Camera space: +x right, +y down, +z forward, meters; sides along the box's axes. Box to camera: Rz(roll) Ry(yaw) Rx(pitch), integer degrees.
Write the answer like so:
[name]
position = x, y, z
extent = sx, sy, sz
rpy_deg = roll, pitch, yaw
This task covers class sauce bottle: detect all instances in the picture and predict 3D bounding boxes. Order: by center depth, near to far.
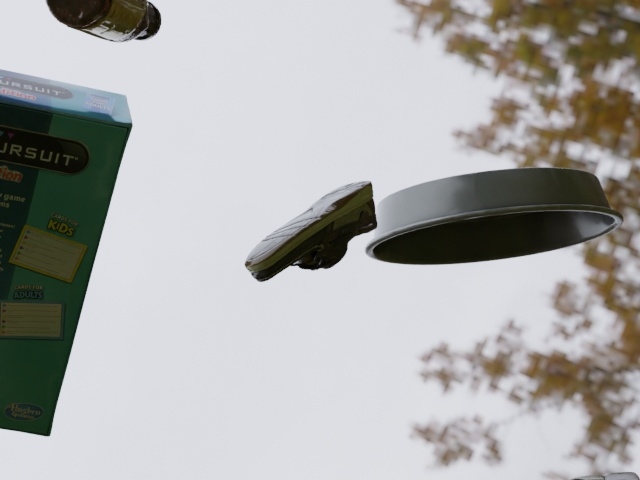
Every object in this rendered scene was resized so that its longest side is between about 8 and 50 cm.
[sauce bottle]
position = -0.127, -0.141, 1.084
extent = 0.128, 0.042, 0.042
rpy_deg = -4, -66, -80

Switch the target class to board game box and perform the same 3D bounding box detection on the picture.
[board game box]
position = -0.338, 0.004, 1.663
extent = 0.254, 0.079, 0.336
rpy_deg = 11, -66, -16

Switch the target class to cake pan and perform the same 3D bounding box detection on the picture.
[cake pan]
position = 0.193, -0.027, 2.035
extent = 0.293, 0.293, 0.054
rpy_deg = 8, -108, -52

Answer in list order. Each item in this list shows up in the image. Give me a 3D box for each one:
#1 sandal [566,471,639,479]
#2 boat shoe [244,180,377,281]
[sandal]
position = 0.153, 0.176, 1.021
extent = 0.180, 0.072, 0.049
rpy_deg = -35, -62, -73
[boat shoe]
position = 0.000, 0.000, 1.457
extent = 0.152, 0.056, 0.049
rpy_deg = -35, -75, -41
